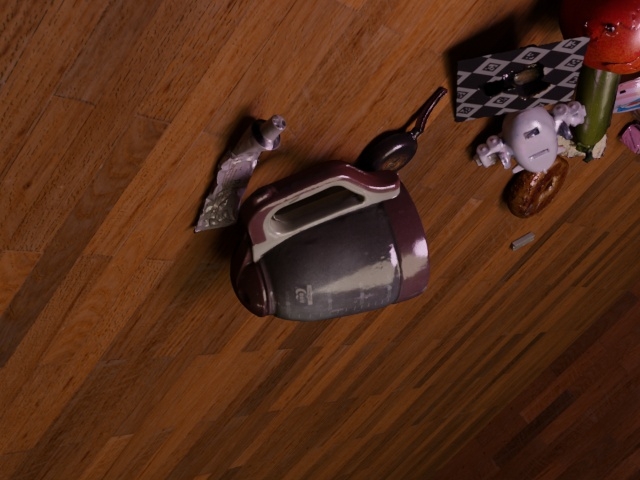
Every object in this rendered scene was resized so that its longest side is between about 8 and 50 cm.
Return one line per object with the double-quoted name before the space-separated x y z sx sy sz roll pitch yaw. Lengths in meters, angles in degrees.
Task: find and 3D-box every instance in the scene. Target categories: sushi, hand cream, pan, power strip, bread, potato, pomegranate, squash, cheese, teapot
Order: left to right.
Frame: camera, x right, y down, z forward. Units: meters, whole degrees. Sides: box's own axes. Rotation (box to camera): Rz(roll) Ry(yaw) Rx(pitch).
"hand cream" -0.120 -0.101 1.253 0.084 0.050 0.257 -14 153 -38
"teapot" 0.000 0.000 1.375 0.312 0.233 0.314 -17 138 -17
"pan" 0.159 -0.184 1.476 0.212 0.040 0.115 -46 157 14
"sushi" 0.345 -0.299 1.462 0.220 0.047 0.231 -10 161 5
"power strip" 0.555 0.002 2.265 0.083 0.017 0.027 -27 152 -21
"bread" 0.516 -0.132 1.970 0.193 0.064 0.193 -32 149 -23
"potato" 0.547 -0.242 1.843 0.172 0.089 0.100 0 124 -10
"squash" 0.567 -0.295 1.699 0.087 0.087 0.331 -27 138 -22
"pomegranate" 0.524 -0.389 1.424 0.235 0.210 0.210 0 134 -42
"cheese" 0.714 -0.336 1.804 0.286 0.074 0.189 -11 174 -2

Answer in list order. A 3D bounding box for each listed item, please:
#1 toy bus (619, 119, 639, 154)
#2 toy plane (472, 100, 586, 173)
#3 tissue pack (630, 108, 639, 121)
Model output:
"toy bus" 0.864 -0.271 2.149 0.203 0.090 0.063 -16 145 -39
"toy plane" 0.427 -0.212 1.687 0.245 0.117 0.244 -14 153 -7
"tissue pack" 0.882 -0.311 1.962 0.185 0.225 0.124 -43 153 10
